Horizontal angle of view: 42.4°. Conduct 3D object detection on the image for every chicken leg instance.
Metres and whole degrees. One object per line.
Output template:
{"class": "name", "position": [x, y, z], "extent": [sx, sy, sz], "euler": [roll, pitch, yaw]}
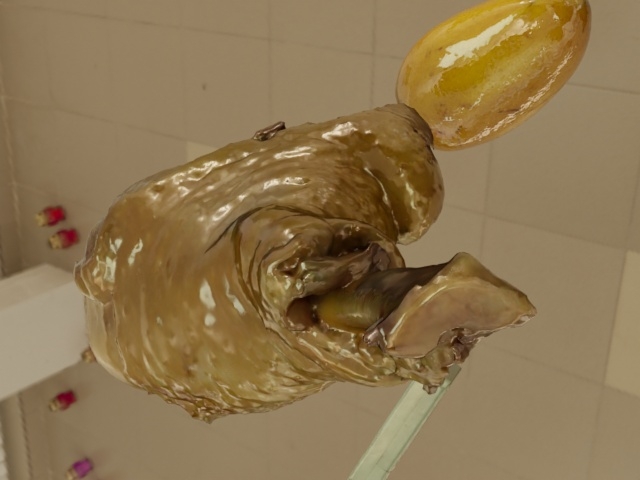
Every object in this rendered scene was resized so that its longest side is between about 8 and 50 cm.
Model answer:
{"class": "chicken leg", "position": [0.000, 0.000, 0.538], "extent": [0.182, 0.295, 0.409], "euler": [58, 158, -14]}

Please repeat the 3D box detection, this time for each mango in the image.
{"class": "mango", "position": [0.166, -0.165, 0.785], "extent": [0.219, 0.144, 0.112], "euler": [-32, 59, 46]}

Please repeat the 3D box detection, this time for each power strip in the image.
{"class": "power strip", "position": [0.114, 0.299, 1.253], "extent": [0.053, 0.093, 0.288], "euler": [35, 110, 12]}
